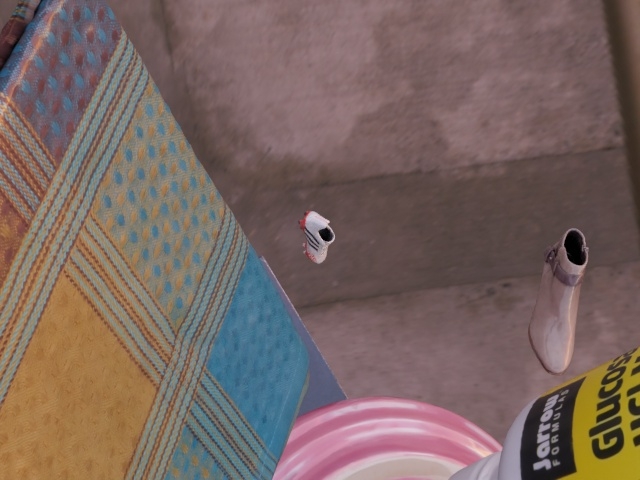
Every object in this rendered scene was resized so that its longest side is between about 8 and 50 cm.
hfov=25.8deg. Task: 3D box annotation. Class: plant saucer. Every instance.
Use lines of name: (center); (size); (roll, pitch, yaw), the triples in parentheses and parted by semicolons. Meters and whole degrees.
plant saucer: (0.058, 0.300, 1.177); (0.332, 0.084, 0.332); (1, 87, -17)

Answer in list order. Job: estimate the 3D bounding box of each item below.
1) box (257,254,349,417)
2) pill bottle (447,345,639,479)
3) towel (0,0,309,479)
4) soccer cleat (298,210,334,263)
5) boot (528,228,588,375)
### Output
box: (-0.143, 0.220, 1.466); (0.293, 0.395, 0.212); (-28, 78, -13)
pill bottle: (0.236, 0.154, 0.883); (0.188, 0.334, 0.188); (28, 45, -32)
towel: (-0.111, 0.070, 0.762); (0.040, 0.370, 0.271); (2, 54, 26)
soccer cleat: (0.000, 0.000, 1.502); (0.035, 0.083, 0.029); (21, 59, 25)
boot: (0.218, 0.050, 1.258); (0.042, 0.087, 0.118); (8, 44, -8)
